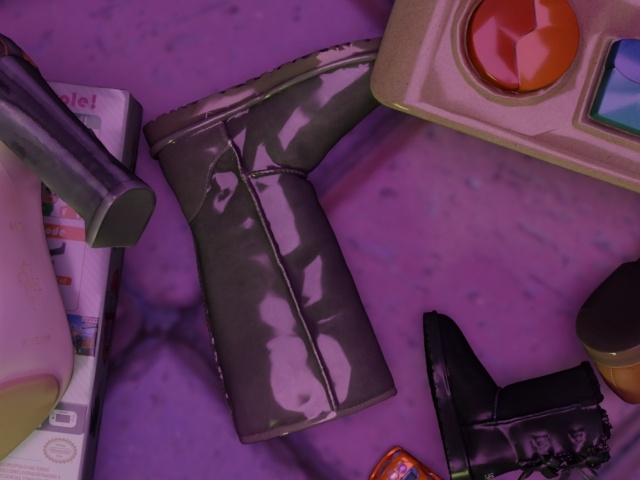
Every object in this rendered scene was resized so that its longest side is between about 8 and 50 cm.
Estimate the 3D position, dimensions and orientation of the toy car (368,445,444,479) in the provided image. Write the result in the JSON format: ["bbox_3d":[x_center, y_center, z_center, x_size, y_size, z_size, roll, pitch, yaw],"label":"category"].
[{"bbox_3d":[0.091,0.135,0.857,0.122,0.040,0.060,-35,90,-1],"label":"toy car"}]

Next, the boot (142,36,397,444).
[{"bbox_3d":[0.001,0.000,0.842,0.190,0.076,0.208,-23,83,11],"label":"boot"}]

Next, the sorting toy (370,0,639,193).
[{"bbox_3d":[0.181,-0.190,0.789,0.229,0.041,0.307,19,89,1],"label":"sorting toy"}]

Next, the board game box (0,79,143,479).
[{"bbox_3d":[-0.236,0.050,0.825,0.224,0.097,0.303,8,89,-1],"label":"board game box"}]

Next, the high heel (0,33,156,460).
[{"bbox_3d":[-0.213,0.018,0.759,0.186,0.093,0.261,43,105,27],"label":"high heel"}]

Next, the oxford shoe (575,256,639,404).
[{"bbox_3d":[0.249,0.019,0.859,0.212,0.076,0.076,-38,128,-10],"label":"oxford shoe"}]

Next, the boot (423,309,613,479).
[{"bbox_3d":[0.118,0.092,0.842,0.099,0.045,0.121,-11,63,0],"label":"boot"}]
